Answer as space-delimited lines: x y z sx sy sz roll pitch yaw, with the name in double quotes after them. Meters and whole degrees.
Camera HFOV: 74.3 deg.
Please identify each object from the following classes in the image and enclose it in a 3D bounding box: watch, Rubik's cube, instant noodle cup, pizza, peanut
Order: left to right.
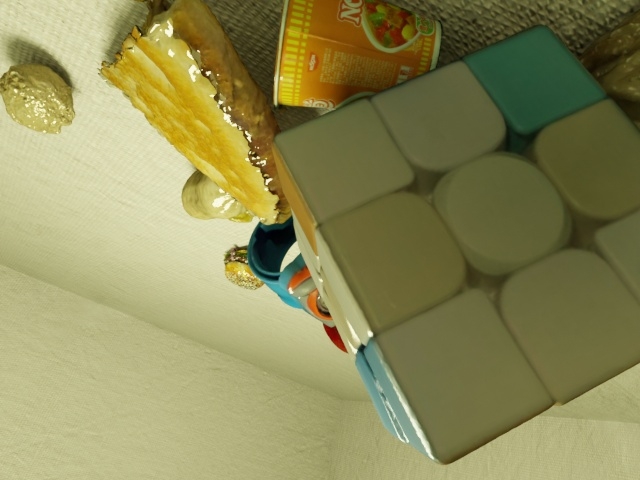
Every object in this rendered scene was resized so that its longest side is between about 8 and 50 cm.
-0.217 -0.107 0.917 0.129 0.129 0.224 35 148 -33 "peanut"
-0.155 -0.158 0.675 0.392 0.080 0.435 47 165 -31 "pizza"
0.000 0.000 0.926 0.275 0.305 0.241 33 165 42 "watch"
0.044 -0.233 0.534 0.185 0.168 0.168 10 153 -4 "instant noodle cup"
0.173 0.022 0.543 0.347 0.346 0.344 -23 160 -7 "Rubik's cube"

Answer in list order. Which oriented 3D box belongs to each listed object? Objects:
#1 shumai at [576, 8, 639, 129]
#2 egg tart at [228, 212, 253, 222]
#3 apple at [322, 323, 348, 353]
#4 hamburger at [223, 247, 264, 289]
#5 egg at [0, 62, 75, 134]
0.413 -0.100 0.462 0.314 0.262 0.267 -7 144 39 "shumai"
-0.213 -0.080 1.056 0.105 0.039 0.105 12 152 7 "egg tart"
0.115 0.237 1.282 0.218 0.218 0.201 1 150 26 "apple"
-0.229 0.094 1.331 0.164 0.093 0.190 28 148 -21 "hamburger"
-0.532 -0.267 0.797 0.118 0.116 0.140 46 150 3 "egg"
